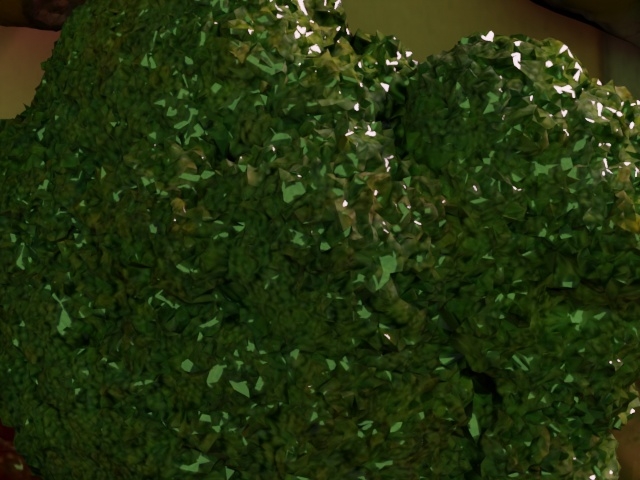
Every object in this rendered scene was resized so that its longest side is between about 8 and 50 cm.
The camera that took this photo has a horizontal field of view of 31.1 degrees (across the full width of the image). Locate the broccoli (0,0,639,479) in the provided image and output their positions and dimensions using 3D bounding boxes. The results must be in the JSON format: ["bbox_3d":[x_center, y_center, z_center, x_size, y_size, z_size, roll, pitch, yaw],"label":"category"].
[{"bbox_3d":[-0.011,0.034,0.581,0.413,0.310,0.321,-6,77,39],"label":"broccoli"}]

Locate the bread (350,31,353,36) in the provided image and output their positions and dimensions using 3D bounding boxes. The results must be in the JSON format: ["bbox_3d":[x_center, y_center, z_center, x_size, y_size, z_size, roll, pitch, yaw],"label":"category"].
[{"bbox_3d":[0.000,0.000,0.784,0.165,0.113,0.416,-27,84,-3],"label":"bread"}]

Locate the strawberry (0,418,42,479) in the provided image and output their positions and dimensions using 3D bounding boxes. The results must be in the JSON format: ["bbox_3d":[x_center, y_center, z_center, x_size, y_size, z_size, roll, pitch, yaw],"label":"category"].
[{"bbox_3d":[-0.218,0.186,0.698,0.288,0.250,0.238,20,47,-9],"label":"strawberry"}]

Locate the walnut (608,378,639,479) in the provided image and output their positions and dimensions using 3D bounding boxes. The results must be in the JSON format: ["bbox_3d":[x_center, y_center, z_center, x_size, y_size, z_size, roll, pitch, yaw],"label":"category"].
[{"bbox_3d":[0.275,0.136,0.638,0.277,0.252,0.313,-50,52,10],"label":"walnut"}]

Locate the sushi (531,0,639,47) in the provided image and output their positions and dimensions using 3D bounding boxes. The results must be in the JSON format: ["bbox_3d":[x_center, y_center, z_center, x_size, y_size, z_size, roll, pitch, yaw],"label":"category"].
[{"bbox_3d":[0.263,-0.276,0.745,0.281,0.299,0.294,22,83,-21],"label":"sushi"}]

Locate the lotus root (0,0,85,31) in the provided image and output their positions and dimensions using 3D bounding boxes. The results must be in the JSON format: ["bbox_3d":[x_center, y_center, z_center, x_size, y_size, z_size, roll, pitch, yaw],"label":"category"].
[{"bbox_3d":[-0.186,-0.220,0.761,0.180,0.199,0.188,53,121,24],"label":"lotus root"}]
